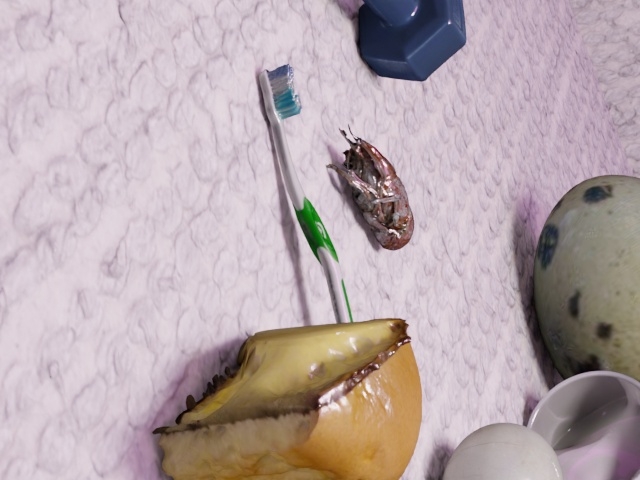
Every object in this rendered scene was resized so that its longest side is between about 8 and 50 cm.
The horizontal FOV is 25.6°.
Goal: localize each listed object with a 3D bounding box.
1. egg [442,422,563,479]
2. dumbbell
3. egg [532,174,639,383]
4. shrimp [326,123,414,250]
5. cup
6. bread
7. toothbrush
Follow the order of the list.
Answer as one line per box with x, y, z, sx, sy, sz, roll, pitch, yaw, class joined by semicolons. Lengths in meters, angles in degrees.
0.223;0.315;1.744;0.151;0.151;0.209;65;26;-20;egg
0.069;-0.343;1.841;0.144;0.160;0.325;51;6;38;dumbbell
0.522;0.097;2.326;0.428;0.345;0.345;62;22;5;egg
0.064;-0.066;1.747;0.073;0.075;0.190;-47;131;-27;shrimp
0.470;0.367;2.201;0.317;0.212;0.212;50;33;-47;cup
-0.005;0.160;1.269;0.163;0.204;0.262;67;27;-9;bread
-0.005;0.002;1.554;0.042;0.040;0.418;21;54;-68;toothbrush
